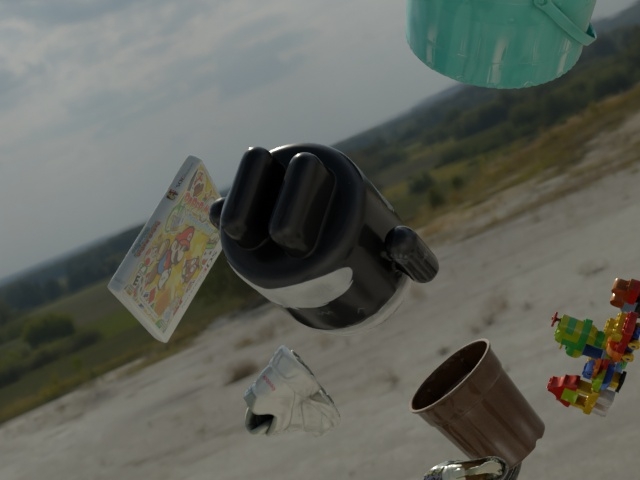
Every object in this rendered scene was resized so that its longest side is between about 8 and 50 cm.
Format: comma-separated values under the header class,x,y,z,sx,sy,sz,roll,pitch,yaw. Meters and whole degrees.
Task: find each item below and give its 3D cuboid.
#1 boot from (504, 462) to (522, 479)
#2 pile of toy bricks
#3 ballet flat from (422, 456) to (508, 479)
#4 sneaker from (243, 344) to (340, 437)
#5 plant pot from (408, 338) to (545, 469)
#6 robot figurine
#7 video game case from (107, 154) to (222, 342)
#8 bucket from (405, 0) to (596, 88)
class,x,y,z,sx,sy,sz,roll,pitch,yaw
boot,0.263,0.459,1.958,0.236,0.085,0.178,-53,-10,8
pile of toy bricks,0.333,0.121,1.400,0.212,0.105,0.118,91,-158,-56
ballet flat,0.188,0.297,1.451,0.114,0.041,0.041,-7,0,-11
sneaker,-0.050,0.225,1.541,0.115,0.090,0.232,-38,-32,-5
plant pot,0.255,0.270,1.786,0.167,0.165,0.167,-42,5,5
robot figurine,-0.001,-0.002,1.237,0.174,0.209,0.278,-39,-33,5
video game case,-0.195,0.018,1.544,0.206,0.026,0.227,-61,-18,-15
bucket,0.235,-0.338,1.456,0.281,0.281,0.183,-24,-40,-24
